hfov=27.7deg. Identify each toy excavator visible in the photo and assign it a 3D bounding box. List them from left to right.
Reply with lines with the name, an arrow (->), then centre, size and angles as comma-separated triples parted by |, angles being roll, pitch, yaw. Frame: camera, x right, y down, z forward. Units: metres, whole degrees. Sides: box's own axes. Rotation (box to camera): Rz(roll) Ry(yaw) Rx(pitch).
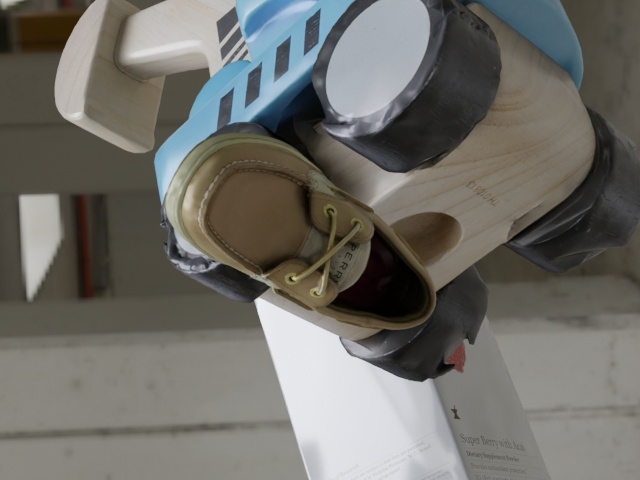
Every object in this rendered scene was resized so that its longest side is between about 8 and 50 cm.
toy excavator -> -0.025, -0.111, 0.980 | 0.433, 0.222, 0.445 | -38, 44, 27

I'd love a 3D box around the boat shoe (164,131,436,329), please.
boat shoe -> 0.000, 0.000, 0.468 | 0.135, 0.045, 0.050 | 23, -83, -52

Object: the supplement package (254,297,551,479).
supplement package -> 0.084, 0.158, 1.330 | 0.177, 0.175, 0.293 | 17, -134, -51
